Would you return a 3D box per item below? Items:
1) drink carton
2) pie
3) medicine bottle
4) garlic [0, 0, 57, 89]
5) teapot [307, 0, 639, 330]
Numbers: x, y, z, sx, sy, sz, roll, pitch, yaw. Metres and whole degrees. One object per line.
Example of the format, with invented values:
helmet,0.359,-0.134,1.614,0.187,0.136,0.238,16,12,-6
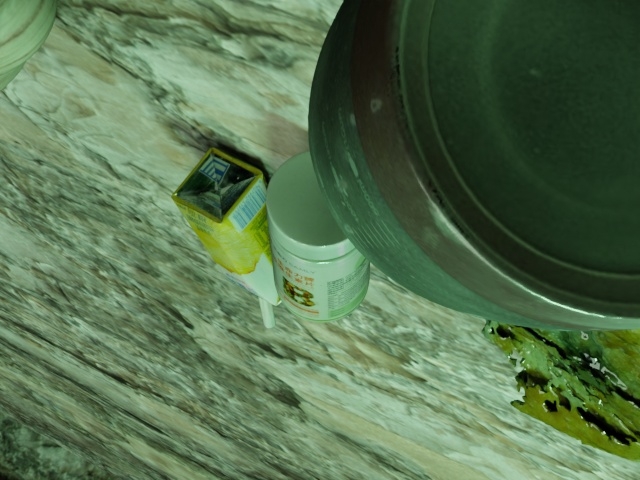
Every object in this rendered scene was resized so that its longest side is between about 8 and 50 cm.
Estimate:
drink carton,-0.058,0.004,1.673,0.084,0.074,0.200,25,161,31
pie,0.175,0.046,1.359,0.371,0.078,0.296,46,158,-27
medicine bottle,0.000,0.000,1.538,0.086,0.086,0.183,31,162,13
garlic,-0.354,-0.178,1.472,0.245,0.253,0.245,26,153,14
teapot,0.084,-0.103,0.961,0.315,0.233,0.312,67,164,-2
